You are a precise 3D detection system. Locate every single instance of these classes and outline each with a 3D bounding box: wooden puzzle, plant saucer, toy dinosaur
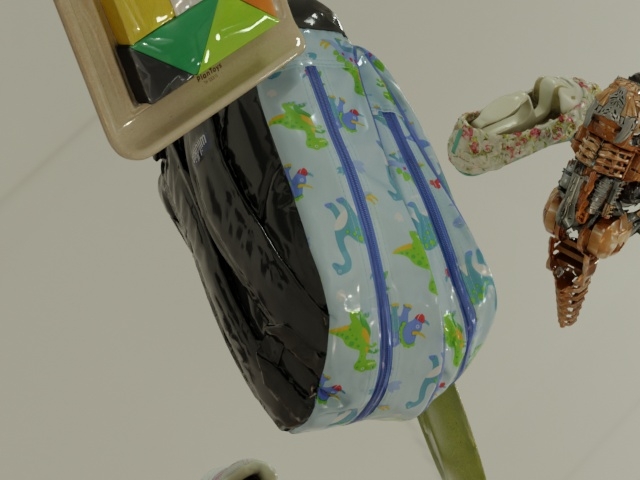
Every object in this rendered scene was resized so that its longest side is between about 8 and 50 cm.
[{"bbox_3d":[-0.118,-0.215,1.401,0.044,0.221,0.239,3,-57,47],"label":"wooden puzzle"},{"bbox_3d":[0.112,0.156,1.753,0.241,0.037,0.241,161,-90,-88],"label":"plant saucer"},{"bbox_3d":[0.306,-0.049,1.943,0.164,0.218,0.322,46,-47,10],"label":"toy dinosaur"}]

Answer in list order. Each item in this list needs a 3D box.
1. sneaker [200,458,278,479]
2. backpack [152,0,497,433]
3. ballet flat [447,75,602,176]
[{"bbox_3d":[-0.101,0.337,1.865,0.103,0.252,0.111,14,-35,-14],"label":"sneaker"},{"bbox_3d":[0.000,0.000,1.567,0.355,0.273,0.290,-100,-154,-43],"label":"backpack"},{"bbox_3d":[0.251,-0.149,2.069,0.091,0.241,0.077,39,-36,35],"label":"ballet flat"}]
